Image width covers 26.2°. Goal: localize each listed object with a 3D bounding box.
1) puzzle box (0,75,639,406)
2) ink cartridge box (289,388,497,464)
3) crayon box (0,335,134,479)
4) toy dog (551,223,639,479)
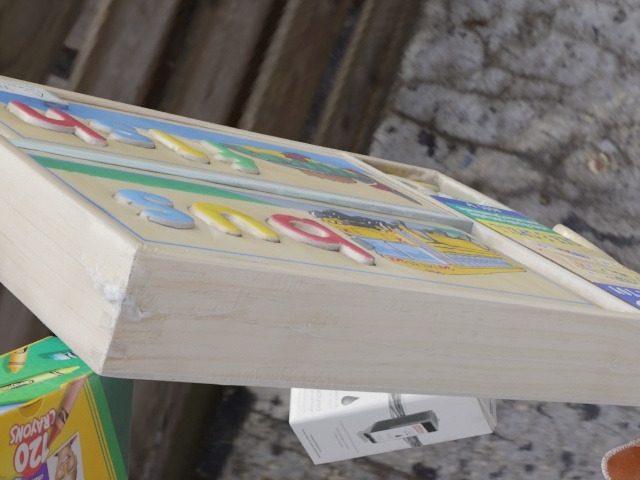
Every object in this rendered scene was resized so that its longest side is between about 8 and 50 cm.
[{"bbox_3d":[0.000,0.000,0.712,0.272,0.409,0.052,33,108,45],"label":"puzzle box"},{"bbox_3d":[0.051,0.095,0.979,0.135,0.056,0.099,-14,44,16],"label":"ink cartridge box"},{"bbox_3d":[-0.235,0.180,0.947,0.081,0.278,0.165,10,103,22],"label":"crayon box"},{"bbox_3d":[0.303,0.124,1.310,0.334,0.161,0.220,16,100,-2],"label":"toy dog"}]
